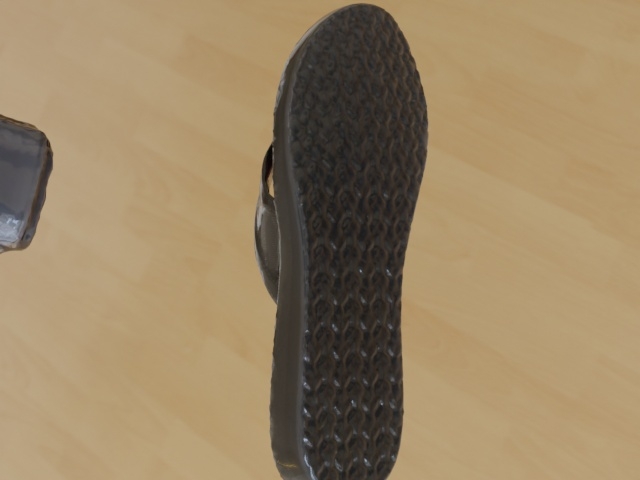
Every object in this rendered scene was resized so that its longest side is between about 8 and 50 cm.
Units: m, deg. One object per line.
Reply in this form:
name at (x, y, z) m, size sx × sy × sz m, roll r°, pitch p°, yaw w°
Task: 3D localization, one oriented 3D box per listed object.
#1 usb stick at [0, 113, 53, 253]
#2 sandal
usb stick at (-0.268, -0.061, 0.644) m, size 0.045 × 0.278 × 0.077 m, roll 11°, pitch 84°, yaw 60°
sandal at (-0.002, 0.001, 1.144) m, size 0.107 × 0.167 × 0.445 m, roll -7°, pitch 73°, yaw 46°
